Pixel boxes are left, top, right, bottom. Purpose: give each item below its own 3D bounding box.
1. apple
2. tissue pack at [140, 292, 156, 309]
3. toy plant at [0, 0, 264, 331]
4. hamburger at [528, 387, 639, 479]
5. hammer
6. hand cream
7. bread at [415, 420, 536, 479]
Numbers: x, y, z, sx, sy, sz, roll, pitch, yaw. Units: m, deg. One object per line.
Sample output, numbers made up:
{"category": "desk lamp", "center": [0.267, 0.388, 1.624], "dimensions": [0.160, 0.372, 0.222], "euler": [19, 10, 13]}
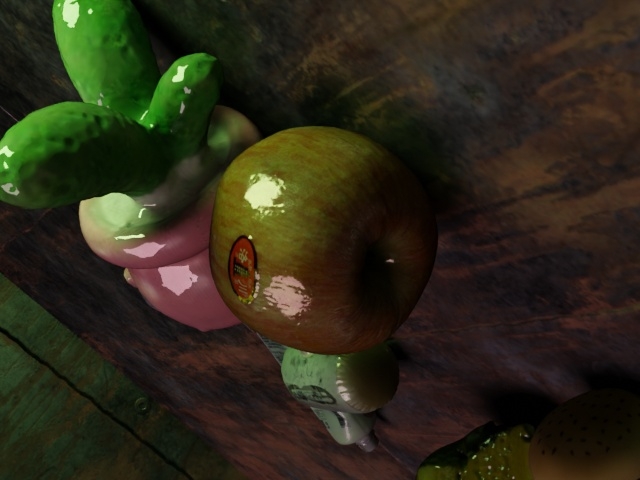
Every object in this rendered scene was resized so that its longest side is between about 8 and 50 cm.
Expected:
{"category": "apple", "center": [0.000, 0.000, 0.912], "dimensions": [0.188, 0.211, 0.211], "euler": [18, 151, 41]}
{"category": "tissue pack", "center": [-0.227, 0.022, 1.426], "dimensions": [0.051, 0.112, 0.156], "euler": [27, 156, 22]}
{"category": "toy plant", "center": [-0.161, -0.056, 0.987], "dimensions": [0.210, 0.317, 0.356], "euler": [-11, 135, 15]}
{"category": "hamburger", "center": [0.290, 0.228, 1.004], "dimensions": [0.175, 0.175, 0.137], "euler": [2, 126, 55]}
{"category": "hammer", "center": [-0.036, 0.109, 1.337], "dimensions": [0.305, 0.113, 0.202], "euler": [50, 153, -16]}
{"category": "hand cream", "center": [-0.013, 0.205, 1.553], "dimensions": [0.341, 0.078, 0.124], "euler": [54, 155, -18]}
{"category": "bread", "center": [0.234, 0.413, 1.184], "dimensions": [0.251, 0.377, 0.208], "euler": [-5, 164, 36]}
